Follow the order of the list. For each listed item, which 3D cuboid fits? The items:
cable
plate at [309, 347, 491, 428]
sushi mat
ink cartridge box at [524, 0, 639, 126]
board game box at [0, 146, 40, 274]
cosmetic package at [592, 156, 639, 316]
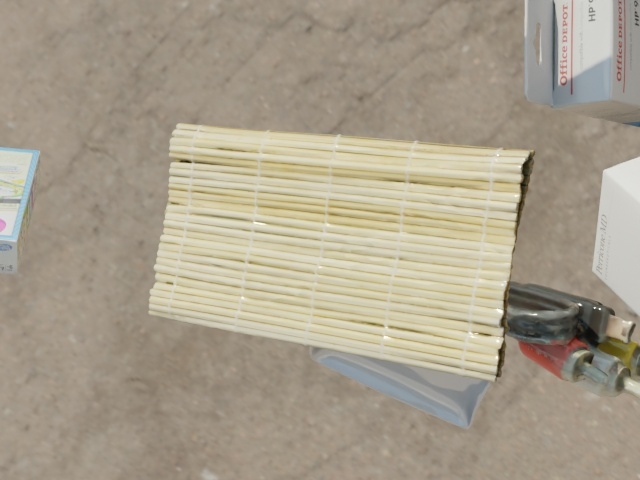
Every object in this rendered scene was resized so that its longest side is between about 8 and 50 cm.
[{"bbox_3d":[0.138,0.064,1.074,0.287,0.139,0.072,15,96,44],"label":"cable"},{"bbox_3d":[0.117,0.175,1.967,0.278,0.277,0.045,24,68,9],"label":"plate"},{"bbox_3d":[0.000,0.000,0.929,0.316,0.019,0.151,8,93,37],"label":"sushi mat"},{"bbox_3d":[0.247,-0.158,1.112,0.060,0.180,0.104,-2,87,44],"label":"ink cartridge box"},{"bbox_3d":[-0.256,-0.025,0.813,0.154,0.026,0.103,5,35,-6],"label":"board game box"},{"bbox_3d":[0.530,0.051,1.736,0.155,0.197,0.365,-21,42,-19],"label":"cosmetic package"}]
